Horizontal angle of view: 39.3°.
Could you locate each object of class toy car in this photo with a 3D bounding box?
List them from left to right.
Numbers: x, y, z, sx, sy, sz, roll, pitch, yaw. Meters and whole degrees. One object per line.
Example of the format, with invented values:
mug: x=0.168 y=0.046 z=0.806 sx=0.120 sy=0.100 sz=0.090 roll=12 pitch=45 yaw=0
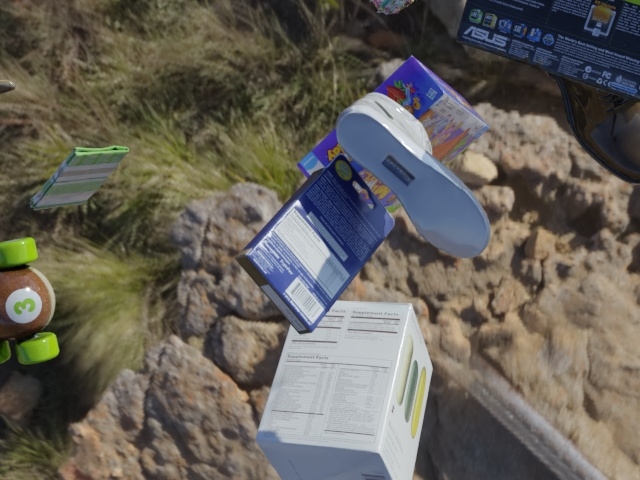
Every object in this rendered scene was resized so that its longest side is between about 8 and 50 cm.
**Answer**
toy car: x=-0.428 y=0.093 z=1.075 sx=0.149 sy=0.188 sz=0.154 roll=-7 pitch=99 yaw=21

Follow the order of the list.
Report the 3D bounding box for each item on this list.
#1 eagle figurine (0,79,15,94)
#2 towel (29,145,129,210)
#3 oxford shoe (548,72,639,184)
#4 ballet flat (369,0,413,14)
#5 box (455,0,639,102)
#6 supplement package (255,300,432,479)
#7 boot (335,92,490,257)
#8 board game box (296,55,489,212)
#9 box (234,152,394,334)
eagle figurine: x=-0.423 y=-0.227 z=0.825 sx=0.225 sy=0.226 sz=0.298 roll=-43 pitch=47 yaw=30
towel: x=-0.391 y=-0.104 z=1.448 sx=0.152 sy=0.113 sz=0.023 roll=-41 pitch=74 yaw=33
oxford shoe: x=0.334 y=-0.164 z=1.050 sx=0.083 sy=0.096 sz=0.227 roll=-34 pitch=95 yaw=-3
ballet flat: x=0.121 y=-0.421 z=1.457 sx=0.091 sy=0.241 sz=0.077 roll=43 pitch=115 yaw=-6
box: x=0.225 y=-0.224 z=0.733 sx=0.191 sy=0.184 sz=0.045 roll=23 pitch=27 yaw=19
supplement package: x=0.049 y=0.258 z=1.435 sx=0.198 sy=0.199 sz=0.262 roll=0 pitch=50 yaw=21
boot: x=0.138 y=-0.098 z=1.199 sx=0.258 sy=0.123 sz=0.095 roll=46 pitch=123 yaw=-5
board game box: x=0.130 y=-0.155 z=1.446 sx=0.233 sy=0.347 sz=0.078 roll=-42 pitch=75 yaw=15
box: x=0.000 y=0.000 z=1.198 sx=0.136 sy=0.037 sz=0.225 roll=51 pitch=56 yaw=-15
